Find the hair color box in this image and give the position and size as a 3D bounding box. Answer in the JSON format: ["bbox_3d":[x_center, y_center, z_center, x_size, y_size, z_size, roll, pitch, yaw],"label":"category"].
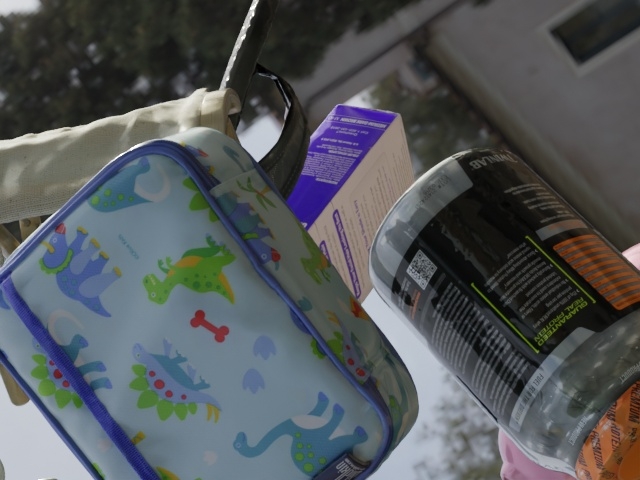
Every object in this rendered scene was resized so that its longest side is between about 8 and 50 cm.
[{"bbox_3d":[0.000,0.000,1.993,0.339,0.110,0.185,-54,-38,-38],"label":"hair color box"}]

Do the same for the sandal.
[{"bbox_3d":[-0.083,-0.034,1.616,0.107,0.445,0.167,13,178,-7],"label":"sandal"}]

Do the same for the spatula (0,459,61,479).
[{"bbox_3d":[-0.255,0.292,1.200,0.242,0.168,0.019,-68,-21,-13],"label":"spatula"}]

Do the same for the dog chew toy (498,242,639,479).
[{"bbox_3d":[0.319,0.148,1.617,0.206,0.332,0.206,47,168,13],"label":"dog chew toy"}]

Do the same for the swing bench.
[{"bbox_3d":[-0.178,-0.013,1.313,0.254,0.253,0.165,75,-173,-49],"label":"swing bench"}]

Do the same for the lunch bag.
[{"bbox_3d":[-0.068,0.065,0.843,0.219,0.176,0.090,54,-159,1],"label":"lunch bag"}]

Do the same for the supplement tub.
[{"bbox_3d":[0.205,0.076,1.426,0.193,0.193,0.316,14,-151,-53],"label":"supplement tub"}]
